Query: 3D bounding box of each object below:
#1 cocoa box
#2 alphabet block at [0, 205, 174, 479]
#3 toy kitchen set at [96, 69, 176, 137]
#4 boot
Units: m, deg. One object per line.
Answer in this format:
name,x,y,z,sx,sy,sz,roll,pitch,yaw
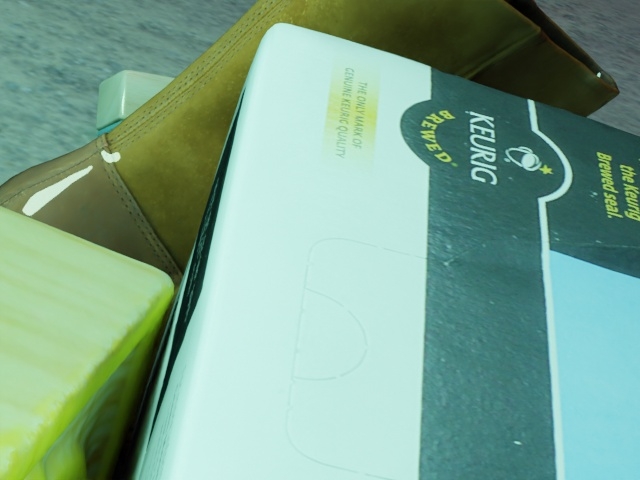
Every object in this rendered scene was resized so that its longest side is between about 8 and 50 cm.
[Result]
cocoa box,0.045,0.135,0.504,0.228,0.231,0.347,16,35,-6
alphabet block,-0.189,0.085,0.558,0.197,0.192,0.193,23,26,4
toy kitchen set,-0.060,-0.034,1.070,0.122,0.166,0.207,8,-10,-26
boot,0.000,0.000,0.707,0.264,0.280,0.096,42,19,-39
